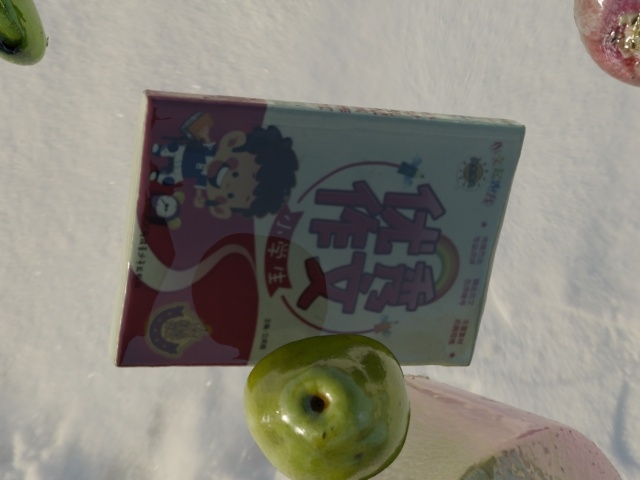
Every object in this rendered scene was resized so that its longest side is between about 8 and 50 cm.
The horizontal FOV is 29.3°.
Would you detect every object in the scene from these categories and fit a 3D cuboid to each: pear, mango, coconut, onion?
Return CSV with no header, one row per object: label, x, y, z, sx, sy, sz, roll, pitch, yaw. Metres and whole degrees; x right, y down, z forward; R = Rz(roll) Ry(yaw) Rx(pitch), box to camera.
pear,0.007,0.093,0.665,0.092,0.097,0.092,-1,87,19
mango,-0.298,-0.227,1.082,0.074,0.091,0.165,-41,114,3
coconut,0.108,0.225,0.867,0.233,0.245,0.233,-10,107,-34
onion,0.305,-0.228,1.085,0.159,0.195,0.160,12,131,14

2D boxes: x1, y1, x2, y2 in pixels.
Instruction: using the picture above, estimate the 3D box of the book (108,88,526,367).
book,0.000,0.000,0.712,0.231,0.022,0.162,3,112,-21
